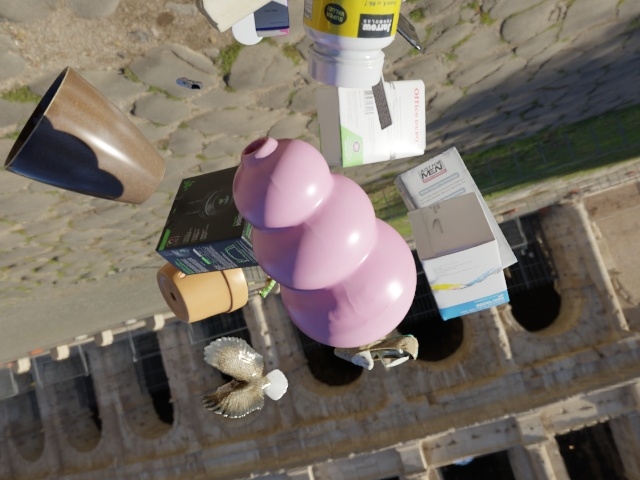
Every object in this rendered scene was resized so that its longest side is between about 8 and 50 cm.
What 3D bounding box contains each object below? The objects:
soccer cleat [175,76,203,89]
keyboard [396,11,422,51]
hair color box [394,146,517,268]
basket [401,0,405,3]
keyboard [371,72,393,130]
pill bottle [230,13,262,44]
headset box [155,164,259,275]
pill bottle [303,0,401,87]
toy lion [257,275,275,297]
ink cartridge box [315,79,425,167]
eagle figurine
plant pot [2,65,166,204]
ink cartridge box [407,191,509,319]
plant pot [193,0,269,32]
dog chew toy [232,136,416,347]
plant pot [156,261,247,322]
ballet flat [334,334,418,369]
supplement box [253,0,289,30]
[{"bbox_3d":[-0.408,-0.486,1.452,0.083,0.036,0.029,9,129,-11],"label":"soccer cleat"},{"bbox_3d":[0.166,-0.667,1.306,0.317,0.201,0.033,26,134,-38],"label":"keyboard"},{"bbox_3d":[0.389,-0.061,1.378,0.185,0.374,0.113,-27,177,1],"label":"hair color box"},{"bbox_3d":[0.266,-1.098,1.994,0.154,0.227,0.204,-8,124,-41],"label":"basket"},{"bbox_3d":[0.103,-0.349,0.921,0.014,0.256,0.072,-15,-174,-3],"label":"keyboard"},{"bbox_3d":[-0.301,-0.945,1.905,0.176,0.318,0.176,-6,145,-4],"label":"pill bottle"},{"bbox_3d":[-0.261,-0.055,1.216,0.283,0.246,0.131,-8,143,25],"label":"headset box"},{"bbox_3d":[0.041,-0.304,0.567,0.119,0.119,0.208,-13,131,-24],"label":"pill bottle"},{"bbox_3d":[-0.197,0.172,1.774,0.100,0.034,0.096,-59,-167,-8],"label":"toy lion"},{"bbox_3d":[0.137,-0.313,1.236,0.273,0.198,0.115,-13,-161,-28],"label":"ink cartridge box"},{"bbox_3d":[-0.270,0.477,1.572,0.225,0.226,0.298,-49,155,-14],"label":"eagle figurine"},{"bbox_3d":[-0.425,-0.169,0.891,0.215,0.215,0.230,-22,140,37],"label":"plant pot"},{"bbox_3d":[0.328,0.039,1.116,0.168,0.171,0.233,-18,132,14],"label":"ink cartridge box"},{"bbox_3d":[-0.217,-0.719,1.185,0.305,0.334,0.334,-39,171,3],"label":"plant pot"},{"bbox_3d":[0.000,0.000,0.659,0.206,0.332,0.207,-24,-146,17],"label":"dog chew toy"},{"bbox_3d":[-0.415,0.145,1.588,0.203,0.291,0.291,-30,-179,-34],"label":"plant pot"},{"bbox_3d":[0.137,0.275,1.136,0.206,0.067,0.073,-10,139,3],"label":"ballet flat"},{"bbox_3d":[-0.164,-0.745,1.550,0.111,0.114,0.220,-6,-163,-4],"label":"supplement box"}]
